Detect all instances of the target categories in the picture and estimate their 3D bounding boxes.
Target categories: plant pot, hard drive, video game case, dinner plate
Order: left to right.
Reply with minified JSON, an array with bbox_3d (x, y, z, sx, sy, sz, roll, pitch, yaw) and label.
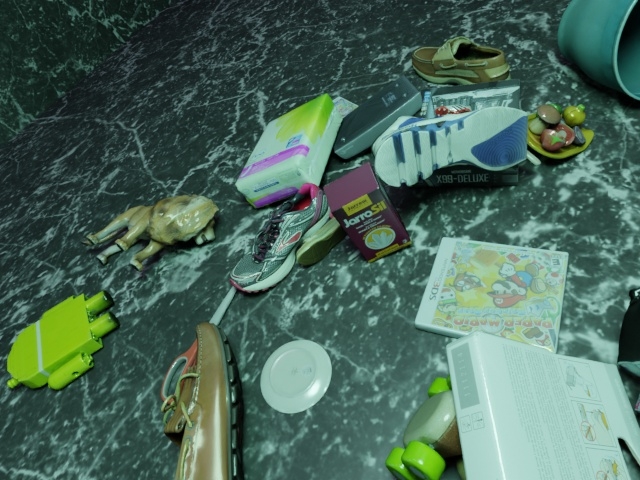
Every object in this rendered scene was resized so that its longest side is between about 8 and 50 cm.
[{"bbox_3d":[-0.048,0.246,0.784,0.141,0.017,0.141,-11,48,12],"label":"dinner plate"},{"bbox_3d":[0.060,-0.405,1.316,0.087,0.011,0.122,-37,46,-10],"label":"video game case"},{"bbox_3d":[0.143,-0.325,1.128,0.254,0.054,0.172,-33,33,16],"label":"hard drive"},{"bbox_3d":[0.308,0.091,0.763,0.226,0.026,0.206,9,55,29],"label":"video game case"},{"bbox_3d":[0.699,-0.480,0.955,0.271,0.272,0.255,-22,31,3],"label":"plant pot"}]

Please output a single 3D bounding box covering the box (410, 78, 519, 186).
[{"bbox_3d":[0.347,-0.260,1.020,0.242,0.077,0.308,2,52,24],"label":"box"}]

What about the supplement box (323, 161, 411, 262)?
[{"bbox_3d":[0.097,-0.050,0.852,0.104,0.188,0.081,-27,46,14],"label":"supplement box"}]

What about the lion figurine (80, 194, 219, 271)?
[{"bbox_3d":[-0.464,-0.041,1.131,0.392,0.142,0.240,10,48,35],"label":"lion figurine"}]

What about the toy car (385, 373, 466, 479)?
[{"bbox_3d":[0.214,0.297,0.575,0.188,0.149,0.155,36,60,14],"label":"toy car"}]

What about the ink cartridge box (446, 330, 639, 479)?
[{"bbox_3d":[0.292,0.279,0.505,0.261,0.066,0.296,17,52,-20],"label":"ink cartridge box"}]

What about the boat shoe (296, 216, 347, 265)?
[{"bbox_3d":[0.000,-0.002,0.955,0.153,0.056,0.048,-41,46,-19],"label":"boat shoe"}]

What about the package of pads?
[{"bbox_3d":[-0.082,-0.234,1.128,0.229,0.101,0.297,-14,43,36],"label":"package of pads"}]

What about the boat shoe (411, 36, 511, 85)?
[{"bbox_3d":[0.394,-0.514,1.194,0.122,0.120,0.324,-40,47,-14],"label":"boat shoe"}]

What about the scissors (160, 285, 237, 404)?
[{"bbox_3d":[-0.251,0.201,0.904,0.108,0.021,0.297,-6,50,20],"label":"scissors"}]

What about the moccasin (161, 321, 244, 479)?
[{"bbox_3d":[-0.204,0.314,0.710,0.146,0.139,0.380,-7,55,-5],"label":"moccasin"}]

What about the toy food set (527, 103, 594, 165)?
[{"bbox_3d":[0.499,-0.242,0.893,0.217,0.071,0.128,-21,65,-26],"label":"toy food set"}]

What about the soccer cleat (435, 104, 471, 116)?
[{"bbox_3d":[0.316,-0.308,1.004,0.083,0.029,0.036,7,45,23],"label":"soccer cleat"}]

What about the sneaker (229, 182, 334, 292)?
[{"bbox_3d":[-0.098,-0.010,0.964,0.120,0.112,0.299,26,65,38],"label":"sneaker"}]

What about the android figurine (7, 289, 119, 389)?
[{"bbox_3d":[-0.615,0.237,1.003,0.272,0.056,0.248,-36,47,-11],"label":"android figurine"}]

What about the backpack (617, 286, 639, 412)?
[{"bbox_3d":[0.512,0.159,0.485,0.253,0.225,0.191,9,77,24],"label":"backpack"}]

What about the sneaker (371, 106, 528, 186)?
[{"bbox_3d":[0.241,-0.211,0.865,0.315,0.128,0.182,-11,27,-5],"label":"sneaker"}]
